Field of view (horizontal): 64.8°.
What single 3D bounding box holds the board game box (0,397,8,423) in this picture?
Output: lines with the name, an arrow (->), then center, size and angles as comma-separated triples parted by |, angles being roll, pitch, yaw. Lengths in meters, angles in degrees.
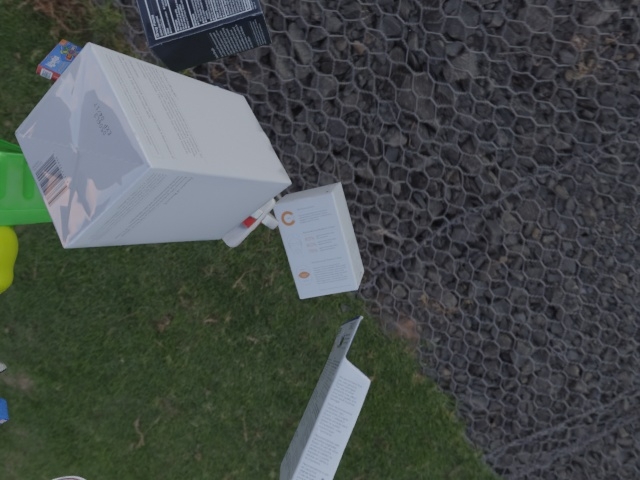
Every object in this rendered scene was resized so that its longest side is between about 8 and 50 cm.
board game box -> -0.667, 0.299, 0.840 | 0.160, 0.047, 0.210 | -31, 147, -6

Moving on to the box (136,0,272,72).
box -> -0.313, -0.638, 1.304 | 0.293, 0.183, 0.297 | -16, 86, 1

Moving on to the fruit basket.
fruit basket -> -0.828, -0.050, 1.177 | 0.282, 0.392, 0.392 | 20, 115, 14

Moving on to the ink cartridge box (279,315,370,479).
ink cartridge box -> 0.018, 0.312, 0.938 | 0.071, 0.324, 0.330 | 25, 78, 2

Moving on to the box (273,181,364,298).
box -> 0.000, 0.000, 1.745 | 0.214, 0.168, 0.346 | -11, 105, 16

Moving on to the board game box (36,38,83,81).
board game box -> -0.647, -0.462, 1.351 | 0.145, 0.281, 0.027 | 23, 115, -26

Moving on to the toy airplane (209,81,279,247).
toy airplane -> -0.268, -0.148, 1.197 | 0.272, 0.384, 0.386 | -26, 116, 10

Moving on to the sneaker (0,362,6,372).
sneaker -> -0.768, 0.260, 1.077 | 0.118, 0.107, 0.279 | 59, 154, -2

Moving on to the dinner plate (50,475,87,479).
dinner plate -> -0.388, 0.387, 0.701 | 0.017, 0.141, 0.141 | 28, 120, 37

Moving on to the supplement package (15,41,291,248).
supplement package -> -0.212, -0.110, 0.702 | 0.175, 0.293, 0.178 | -35, 76, 25
